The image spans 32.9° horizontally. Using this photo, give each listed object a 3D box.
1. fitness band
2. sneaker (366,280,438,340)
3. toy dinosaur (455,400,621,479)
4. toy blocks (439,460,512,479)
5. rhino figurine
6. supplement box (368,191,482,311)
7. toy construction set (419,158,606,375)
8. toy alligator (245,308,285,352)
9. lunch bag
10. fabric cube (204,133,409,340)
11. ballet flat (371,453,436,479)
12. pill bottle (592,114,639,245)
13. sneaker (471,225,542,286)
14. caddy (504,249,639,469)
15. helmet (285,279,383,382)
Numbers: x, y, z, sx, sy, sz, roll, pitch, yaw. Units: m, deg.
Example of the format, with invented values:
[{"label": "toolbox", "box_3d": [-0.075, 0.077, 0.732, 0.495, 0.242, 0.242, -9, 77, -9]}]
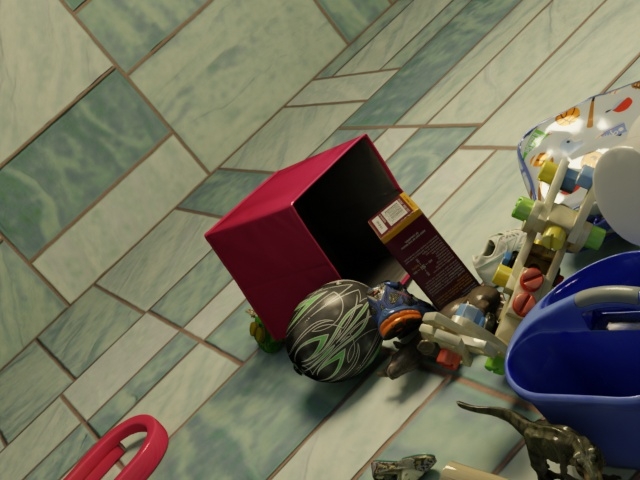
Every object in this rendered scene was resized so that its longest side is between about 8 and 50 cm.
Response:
[{"label": "fitness band", "box_3d": [-0.411, 0.458, 2.085, 0.291, 0.054, 0.209, -49, 24, -22]}, {"label": "sneaker", "box_3d": [0.128, 0.104, 1.732, 0.083, 0.087, 0.221, -32, -11, 9]}, {"label": "toy dinosaur", "box_3d": [0.262, 0.241, 1.224, 0.064, 0.118, 0.268, -45, 19, -14]}, {"label": "toy blocks", "box_3d": [0.209, 0.388, 0.931, 0.260, 0.309, 0.289, 12, 60, 25]}, {"label": "rhino figurine", "box_3d": [0.184, 0.148, 1.639, 0.243, 0.073, 0.106, -34, 11, 22]}, {"label": "supplement box", "box_3d": [0.171, 0.026, 1.756, 0.081, 0.188, 0.104, -39, 19, 4]}, {"label": "toy construction set", "box_3d": [0.270, 0.056, 1.443, 0.328, 0.151, 0.215, -50, -10, -12]}, {"label": "toy alligator", "box_3d": [-0.113, 0.184, 2.135, 0.189, 0.056, 0.051, -150, 67, -65]}, {"label": "lunch bag", "box_3d": [0.443, -0.111, 1.602, 0.303, 0.115, 0.243, -26, 38, 15]}, {"label": "fabric cube", "box_3d": [0.000, 0.000, 1.993, 0.258, 0.259, 0.254, -19, 20, 46]}, {"label": "ballet flat", "box_3d": [0.113, 0.314, 1.470, 0.114, 0.041, 0.041, -19, 28, 45]}, {"label": "pill bottle", "box_3d": [0.494, -0.111, 1.348, 0.318, 0.176, 0.176, -26, 12, -27]}, {"label": "sneaker", "box_3d": [0.307, 0.006, 1.747, 0.152, 0.061, 0.053, -43, 18, -14]}, {"label": "caddy", "box_3d": [0.365, 0.117, 1.220, 0.341, 0.179, 0.241, -9, 36, 55]}, {"label": "helmet", "box_3d": [0.026, 0.151, 1.790, 0.169, 0.169, 0.161, -49, 6, -26]}]
